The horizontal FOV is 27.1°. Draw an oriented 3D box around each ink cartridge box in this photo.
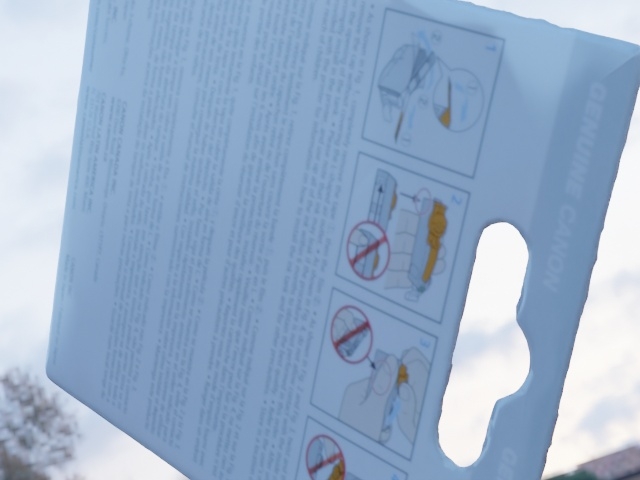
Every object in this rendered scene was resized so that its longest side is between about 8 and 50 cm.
[{"bbox_3d":[0.000,0.000,0.728,0.091,0.308,0.385,-5,22,-45],"label":"ink cartridge box"}]
